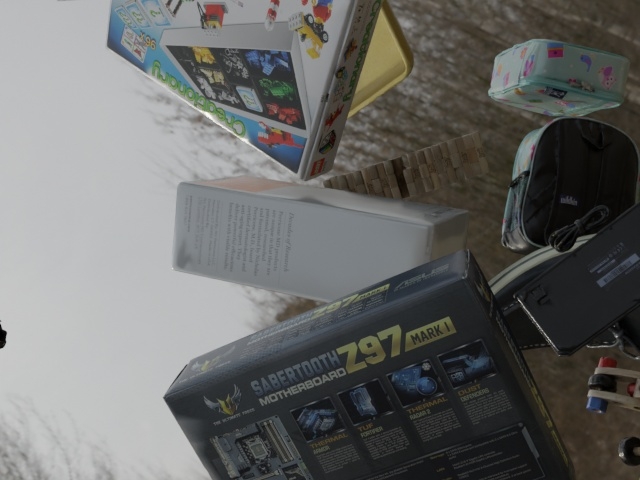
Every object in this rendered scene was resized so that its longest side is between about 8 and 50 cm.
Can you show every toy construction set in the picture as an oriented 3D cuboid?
[{"bbox_3d":[0.714,0.292,1.649,0.309,0.257,0.237,-44,5,-27],"label":"toy construction set"}]

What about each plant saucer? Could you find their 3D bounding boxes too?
[{"bbox_3d":[0.032,-0.406,1.610,0.081,0.332,0.333,-22,-3,-36],"label":"plant saucer"}]

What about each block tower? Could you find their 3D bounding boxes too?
[{"bbox_3d":[0.180,-0.135,1.756,0.091,0.336,0.097,-35,-71,-78],"label":"block tower"}]

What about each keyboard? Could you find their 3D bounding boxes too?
[{"bbox_3d":[0.268,0.018,0.779,0.180,0.108,0.023,-38,-32,9],"label":"keyboard"}]

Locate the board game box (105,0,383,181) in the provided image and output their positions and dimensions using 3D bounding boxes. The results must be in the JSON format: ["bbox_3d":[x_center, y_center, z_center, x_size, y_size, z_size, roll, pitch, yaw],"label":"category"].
[{"bbox_3d":[-0.092,-0.217,0.835,0.053,0.305,0.193,-27,-36,-46],"label":"board game box"}]

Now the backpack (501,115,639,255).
[{"bbox_3d":[0.444,-0.085,1.484,0.191,0.225,0.253,154,127,-81],"label":"backpack"}]

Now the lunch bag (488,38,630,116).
[{"bbox_3d":[0.482,-0.321,1.691,0.279,0.224,0.107,-157,80,-80],"label":"lunch bag"}]

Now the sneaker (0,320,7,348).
[{"bbox_3d":[-0.536,0.115,1.257,0.152,0.085,0.058,59,-157,-30],"label":"sneaker"}]

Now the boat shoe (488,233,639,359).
[{"bbox_3d":[0.460,0.090,1.265,0.156,0.500,0.186,-91,-20,-44],"label":"boat shoe"}]

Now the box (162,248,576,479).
[{"bbox_3d":[0.035,0.133,0.584,0.233,0.183,0.059,-24,13,17],"label":"box"}]

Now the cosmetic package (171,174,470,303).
[{"bbox_3d":[0.000,0.000,1.426,0.230,0.453,0.161,-18,-64,-66],"label":"cosmetic package"}]
